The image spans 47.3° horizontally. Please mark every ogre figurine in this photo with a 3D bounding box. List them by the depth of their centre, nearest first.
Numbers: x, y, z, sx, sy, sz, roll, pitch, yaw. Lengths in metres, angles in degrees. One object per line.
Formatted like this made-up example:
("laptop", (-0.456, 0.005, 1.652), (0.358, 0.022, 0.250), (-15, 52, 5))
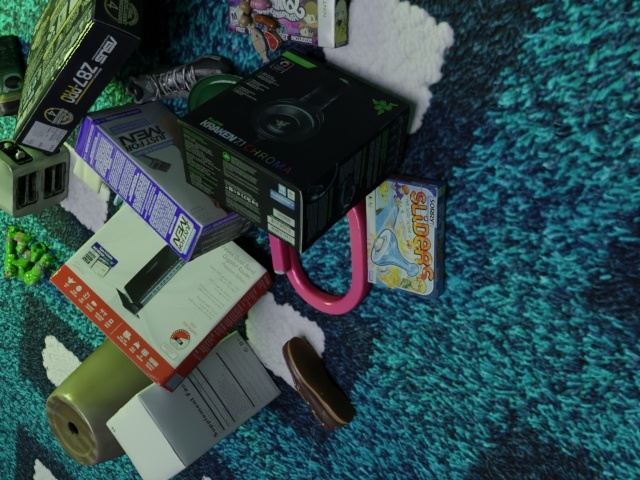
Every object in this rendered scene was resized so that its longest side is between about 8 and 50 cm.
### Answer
("ogre figurine", (-0.800, 0.051, 1.986), (0.197, 0.097, 0.118), (24, 107, 11))

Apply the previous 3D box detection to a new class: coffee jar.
("coffee jar", (-0.750, -0.388, 1.730), (0.079, 0.096, 0.184), (5, 112, 41))

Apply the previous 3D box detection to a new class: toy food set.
("toy food set", (-0.103, -0.362, 1.212), (0.078, 0.019, 0.122), (-22, 98, 45))

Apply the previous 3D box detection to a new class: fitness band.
("fitness band", (0.000, 0.000, 1.334), (0.209, 0.054, 0.290), (12, 119, 34))

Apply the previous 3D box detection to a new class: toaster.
("toaster", (-0.707, -0.155, 1.755), (0.110, 0.168, 0.185), (33, 127, 22))

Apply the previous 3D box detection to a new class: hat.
("hat", (-0.175, -0.173, 1.276), (0.209, 0.183, 0.173), (5, 129, 18))

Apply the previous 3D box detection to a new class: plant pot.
("plant pot", (-0.484, 0.381, 1.753), (0.323, 0.280, 0.323), (17, 119, 33))

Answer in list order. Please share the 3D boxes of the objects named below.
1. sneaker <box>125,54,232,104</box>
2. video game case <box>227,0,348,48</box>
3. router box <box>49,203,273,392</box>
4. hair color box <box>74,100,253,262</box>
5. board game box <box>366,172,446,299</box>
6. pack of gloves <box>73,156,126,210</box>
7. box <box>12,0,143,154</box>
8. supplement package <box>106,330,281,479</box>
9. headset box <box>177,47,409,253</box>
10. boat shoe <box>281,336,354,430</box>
("sneaker", (-0.279, -0.288, 1.369), (0.229, 0.132, 0.086), (1, 111, 39))
("video game case", (-0.058, -0.432, 1.183), (0.232, 0.042, 0.210), (19, 122, 32))
("router box", (-0.319, 0.081, 1.473), (0.335, 0.301, 0.082), (38, 167, 19))
("hair color box", (-0.292, -0.128, 1.420), (0.339, 0.185, 0.110), (43, 130, 14))
("board game box", (0.143, -0.010, 1.225), (0.136, 0.035, 0.201), (13, 118, 34))
("pack of gloves", (-0.444, -0.170, 1.635), (0.195, 0.046, 0.232), (41, 134, 2))
("box", (-0.455, -0.392, 1.376), (0.395, 0.097, 0.318), (-35, 50, 42))
("supplement package", (-0.265, 0.356, 1.553), (0.175, 0.293, 0.177), (54, 134, 6))
("headset box", (-0.032, -0.155, 1.142), (0.246, 0.283, 0.131), (32, 143, 25))
("boat shoe", (-0.019, 0.294, 1.474), (0.073, 0.073, 0.207), (-35, 87, 41))
